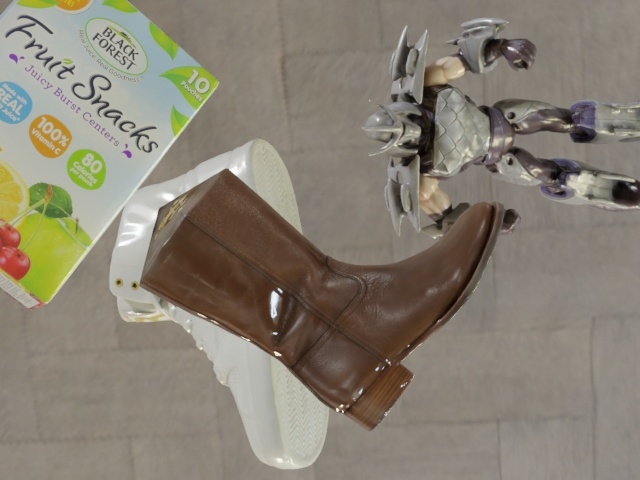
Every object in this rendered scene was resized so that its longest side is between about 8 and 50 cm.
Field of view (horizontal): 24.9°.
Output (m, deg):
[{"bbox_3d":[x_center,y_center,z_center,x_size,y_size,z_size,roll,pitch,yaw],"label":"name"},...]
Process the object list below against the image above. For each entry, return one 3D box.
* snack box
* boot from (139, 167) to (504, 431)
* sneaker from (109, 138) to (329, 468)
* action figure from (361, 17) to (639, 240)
[{"bbox_3d":[-0.129,-0.053,0.685,0.100,0.037,0.141,41,68,-14],"label":"snack box"},{"bbox_3d":[0.000,0.000,0.549,0.114,0.037,0.106,35,77,-3],"label":"boot"},{"bbox_3d":[-0.094,0.072,1.275,0.169,0.108,0.292,-18,67,22],"label":"sneaker"},{"bbox_3d":[0.152,-0.083,1.174,0.285,0.099,0.185,3,101,-32],"label":"action figure"}]
